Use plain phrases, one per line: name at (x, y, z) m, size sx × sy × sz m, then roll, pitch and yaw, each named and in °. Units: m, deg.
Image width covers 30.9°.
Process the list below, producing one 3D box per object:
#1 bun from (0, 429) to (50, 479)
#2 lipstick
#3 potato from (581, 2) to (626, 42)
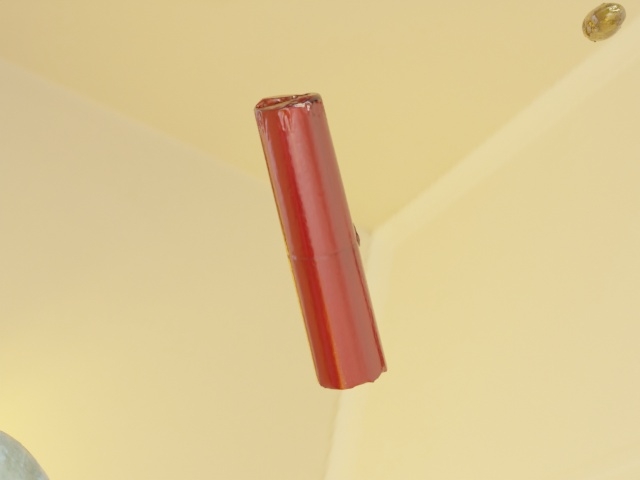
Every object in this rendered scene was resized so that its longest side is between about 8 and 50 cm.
bun at (-0.245, 0.196, 0.796) m, size 0.083 × 0.141 × 0.141 m, roll -7°, pitch -120°, yaw 57°
lipstick at (0.000, 0.000, 1.080) m, size 0.073 × 0.073 × 0.279 m, roll -142°, pitch -143°, yaw -71°
potato at (0.360, -0.277, 1.478) m, size 0.092 × 0.045 × 0.046 m, roll 174°, pitch -75°, yaw -83°
